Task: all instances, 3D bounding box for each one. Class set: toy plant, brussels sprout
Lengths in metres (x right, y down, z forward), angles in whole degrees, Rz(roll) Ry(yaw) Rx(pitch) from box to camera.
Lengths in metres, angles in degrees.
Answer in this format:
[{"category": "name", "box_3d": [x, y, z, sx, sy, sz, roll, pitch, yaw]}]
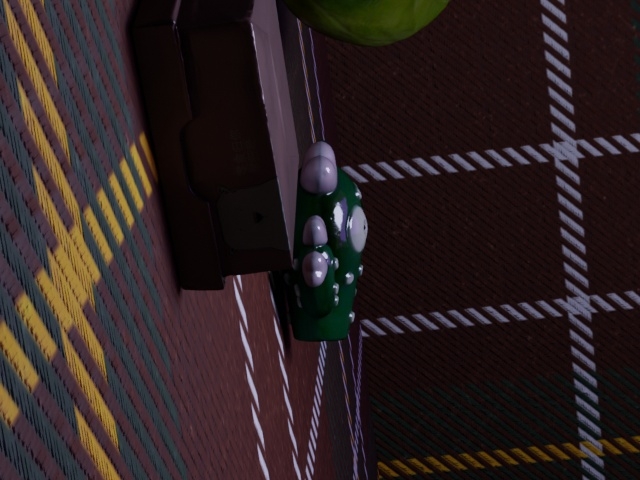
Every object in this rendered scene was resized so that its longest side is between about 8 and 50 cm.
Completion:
[{"category": "toy plant", "box_3d": [0.000, -0.001, 1.915, 0.232, 0.113, 0.243, 87, 5, -66]}, {"category": "brussels sprout", "box_3d": [0.064, -0.443, 2.246, 0.344, 0.268, 0.344, -17, 113, -49]}]

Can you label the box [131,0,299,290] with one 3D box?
[{"category": "box", "box_3d": [-0.073, -0.106, 1.212, 0.215, 0.086, 0.215, -88, 171, -62]}]
